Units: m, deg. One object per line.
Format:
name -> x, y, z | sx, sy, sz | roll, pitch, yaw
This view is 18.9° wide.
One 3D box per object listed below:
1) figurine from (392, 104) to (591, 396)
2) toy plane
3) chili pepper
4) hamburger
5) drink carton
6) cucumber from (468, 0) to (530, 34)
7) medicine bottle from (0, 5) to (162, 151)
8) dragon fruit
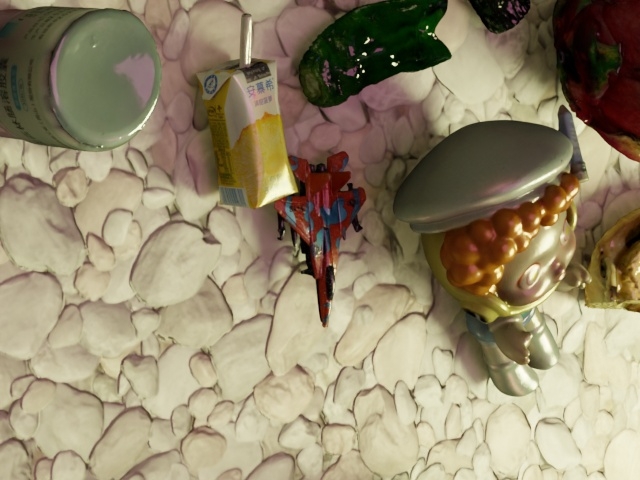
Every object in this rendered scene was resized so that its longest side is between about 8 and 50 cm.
figurine -> 0.190, 0.033, 2.210 | 0.224, 0.205, 0.381 | -34, 137, -36
toy plane -> -0.002, -0.001, 2.099 | 0.130, 0.061, 0.189 | -6, 105, -41
chili pepper -> 0.070, -0.217, 2.128 | 0.224, 0.061, 0.098 | -27, 106, -33
hamburger -> 0.408, 0.027, 2.433 | 0.208, 0.135, 0.155 | -6, 85, -26
drink carton -> -0.081, -0.137, 2.000 | 0.084, 0.074, 0.200 | -21, 109, -38
cucumber -> 0.153, -0.365, 2.176 | 0.067, 0.067, 0.293 | -47, 122, -26
medicine bottle -> -0.246, -0.153, 1.794 | 0.135, 0.168, 0.135 | -8, 102, -39
dragon fruit -> 0.426, -0.237, 2.274 | 0.329, 0.329, 0.329 | -7, 101, -40
